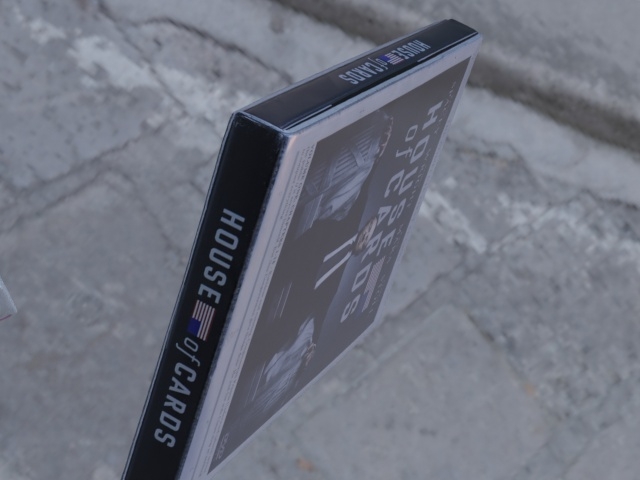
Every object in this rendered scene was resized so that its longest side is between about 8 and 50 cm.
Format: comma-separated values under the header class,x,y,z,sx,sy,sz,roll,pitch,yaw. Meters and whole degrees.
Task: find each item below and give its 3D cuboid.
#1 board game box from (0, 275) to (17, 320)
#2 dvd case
class,x,y,z,sx,sy,sz,roll,pitch,yaw
board game box,-0.401,-0.040,1.038,0.224,0.097,0.303,-24,80,-9
dvd case,0.000,0.000,0.612,0.030,0.179,0.239,26,26,16
